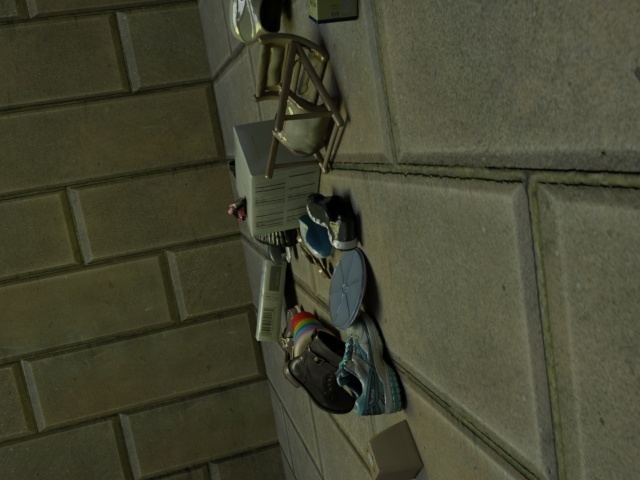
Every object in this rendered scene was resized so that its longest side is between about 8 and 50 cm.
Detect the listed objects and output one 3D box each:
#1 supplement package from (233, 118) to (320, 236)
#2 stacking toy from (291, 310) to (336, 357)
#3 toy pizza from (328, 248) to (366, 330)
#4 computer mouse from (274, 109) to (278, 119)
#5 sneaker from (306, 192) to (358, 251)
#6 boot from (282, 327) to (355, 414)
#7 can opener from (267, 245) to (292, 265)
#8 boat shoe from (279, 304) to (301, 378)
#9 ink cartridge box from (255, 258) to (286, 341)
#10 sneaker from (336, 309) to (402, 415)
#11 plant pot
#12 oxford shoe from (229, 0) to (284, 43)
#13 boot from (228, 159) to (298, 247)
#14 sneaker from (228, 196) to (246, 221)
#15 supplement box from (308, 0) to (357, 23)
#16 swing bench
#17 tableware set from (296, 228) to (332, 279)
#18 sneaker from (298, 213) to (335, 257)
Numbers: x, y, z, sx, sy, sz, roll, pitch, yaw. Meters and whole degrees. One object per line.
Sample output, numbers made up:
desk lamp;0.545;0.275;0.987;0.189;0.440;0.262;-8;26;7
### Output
supplement package;-0.127;-0.181;1.855;0.263;0.198;0.199;97;157;-52
stacking toy;-0.028;0.303;2.060;0.330;0.141;0.141;-129;29;-77
toy pizza;0.071;0.117;1.559;0.201;0.032;0.201;-168;90;-71
computer mouse;-0.138;-0.296;2.047;0.071;0.041;0.242;139;140;-76
sneaker;0.029;-0.075;1.575;0.234;0.078;0.106;-125;30;-51
boot;0.036;0.367;1.805;0.229;0.263;0.091;-45;15;42
can opener;-0.156;-0.054;2.307;0.076;0.095;0.284;157;101;-76
boat shoe;-0.101;0.392;2.455;0.116;0.096;0.324;-121;23;-56
ink cartridge box;-0.212;0.232;2.610;0.385;0.091;0.308;168;108;-79
sneaker;0.089;0.277;1.509;0.110;0.122;0.283;91;163;-45
plant pot;0.157;0.483;1.462;0.109;0.096;0.109;98;156;-55
oxford shoe;-0.152;-0.736;1.679;0.130;0.169;0.449;16;118;25
boot;-0.198;-0.136;2.230;0.348;0.131;0.260;35;137;52
sneaker;-0.229;-0.085;1.859;0.057;0.047;0.119;54;166;3
supplement box;0.023;-0.464;1.238;0.056;0.083;0.083;-123;26;-54
swing bench;-0.061;-0.319;1.558;0.253;0.165;0.255;112;149;-68
tableware set;-0.022;0.046;1.859;0.169;0.020;0.141;51;-174;-34
sneaker;0.000;0.000;1.756;0.229;0.087;0.092;-114;10;-66
